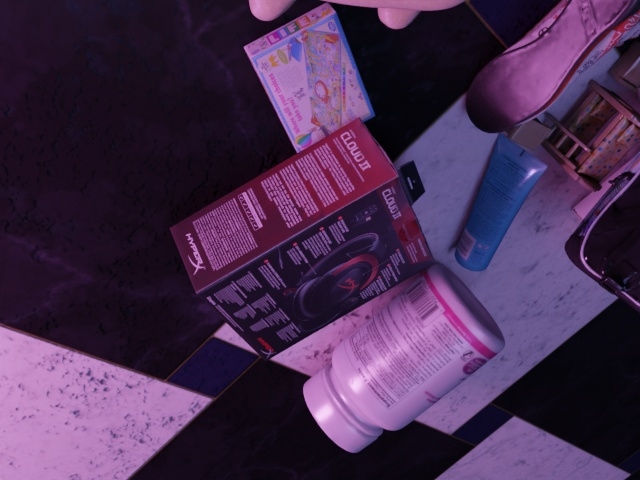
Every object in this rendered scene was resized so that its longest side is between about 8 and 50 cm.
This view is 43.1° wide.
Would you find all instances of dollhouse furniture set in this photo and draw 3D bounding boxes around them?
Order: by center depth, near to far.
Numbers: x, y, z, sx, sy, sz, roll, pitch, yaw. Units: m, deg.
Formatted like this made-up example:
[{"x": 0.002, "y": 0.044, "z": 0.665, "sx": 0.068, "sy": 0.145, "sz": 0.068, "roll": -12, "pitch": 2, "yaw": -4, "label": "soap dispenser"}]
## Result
[{"x": 0.353, "y": -0.175, "z": 1.047, "sx": 0.161, "sy": 0.101, "sz": 0.182, "roll": 16, "pitch": 121, "yaw": -37, "label": "dollhouse furniture set"}]

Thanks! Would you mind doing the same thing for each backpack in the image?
[{"x": 0.476, "y": -0.021, "z": 1.059, "sx": 0.253, "sy": 0.225, "sz": 0.191, "roll": -55, "pitch": 175, "yaw": 11, "label": "backpack"}]

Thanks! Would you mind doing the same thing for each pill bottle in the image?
[{"x": 0.120, "y": 0.181, "z": 1.220, "sx": 0.283, "sy": 0.160, "sz": 0.160, "roll": -41, "pitch": 136, "yaw": 14, "label": "pill bottle"}]

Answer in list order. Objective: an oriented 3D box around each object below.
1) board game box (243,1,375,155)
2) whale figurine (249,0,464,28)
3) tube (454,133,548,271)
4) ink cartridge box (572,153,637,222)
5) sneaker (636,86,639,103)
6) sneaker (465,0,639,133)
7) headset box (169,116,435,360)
[{"x": -0.008, "y": -0.177, "z": 0.911, "sx": 0.103, "sy": 0.026, "sz": 0.154, "roll": -28, "pitch": 137, "yaw": -1, "label": "board game box"}, {"x": 0.044, "y": -0.302, "z": 0.769, "sx": 0.272, "sy": 0.141, "sz": 0.216, "roll": -13, "pitch": 140, "yaw": 19, "label": "whale figurine"}, {"x": 0.245, "y": -0.046, "z": 1.140, "sx": 0.052, "sy": 0.080, "sz": 0.207, "roll": -34, "pitch": 152, "yaw": -41, "label": "tube"}, {"x": 0.554, "y": -0.026, "z": 1.283, "sx": 0.198, "sy": 0.114, "sz": 0.273, "roll": -43, "pitch": 136, "yaw": 14, "label": "ink cartridge box"}, {"x": 0.614, "y": -0.151, "z": 1.107, "sx": 0.323, "sy": 0.236, "sz": 0.130, "roll": 6, "pitch": 127, "yaw": -32, "label": "sneaker"}, {"x": 0.303, "y": -0.230, "z": 0.975, "sx": 0.145, "sy": 0.090, "sz": 0.270, "roll": -21, "pitch": 161, "yaw": -44, "label": "sneaker"}, {"x": 0.000, "y": 0.000, "z": 1.003, "sx": 0.293, "sy": 0.110, "sz": 0.218, "roll": -31, "pitch": 146, "yaw": 2, "label": "headset box"}]
